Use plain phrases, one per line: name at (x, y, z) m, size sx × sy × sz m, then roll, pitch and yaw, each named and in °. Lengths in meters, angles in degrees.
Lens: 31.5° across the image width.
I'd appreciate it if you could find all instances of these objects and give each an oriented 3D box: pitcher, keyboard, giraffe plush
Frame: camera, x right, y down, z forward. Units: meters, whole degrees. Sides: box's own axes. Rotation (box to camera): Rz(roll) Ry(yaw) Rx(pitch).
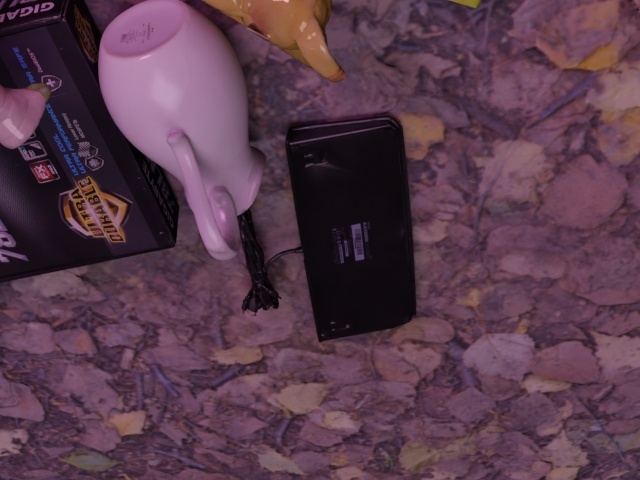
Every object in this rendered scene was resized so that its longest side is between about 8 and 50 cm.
pitcher at (-0.118, -0.098, 1.027) m, size 0.125 × 0.177 × 0.207 m, roll -17°, pitch 134°, yaw 7°
keyboard at (0.000, 0.000, 1.238) m, size 0.202 × 0.033 × 0.317 m, roll -10°, pitch 134°, yaw -2°
giraffe plush at (-0.018, -0.246, 0.913) m, size 0.181 × 0.210 × 0.170 m, roll 29°, pitch 98°, yaw -24°

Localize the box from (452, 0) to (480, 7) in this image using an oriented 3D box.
box at (0.118, -0.288, 0.946) m, size 0.109 × 0.042 × 0.178 m, roll 12°, pitch 133°, yaw -16°

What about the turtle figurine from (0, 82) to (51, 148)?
turtle figurine at (-0.363, -0.181, 0.920) m, size 0.198 × 0.275 × 0.266 m, roll -48°, pitch 128°, yaw 0°

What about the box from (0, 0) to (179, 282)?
box at (-0.324, -0.085, 1.107) m, size 0.293 × 0.073 × 0.295 m, roll -12°, pitch 134°, yaw 8°
